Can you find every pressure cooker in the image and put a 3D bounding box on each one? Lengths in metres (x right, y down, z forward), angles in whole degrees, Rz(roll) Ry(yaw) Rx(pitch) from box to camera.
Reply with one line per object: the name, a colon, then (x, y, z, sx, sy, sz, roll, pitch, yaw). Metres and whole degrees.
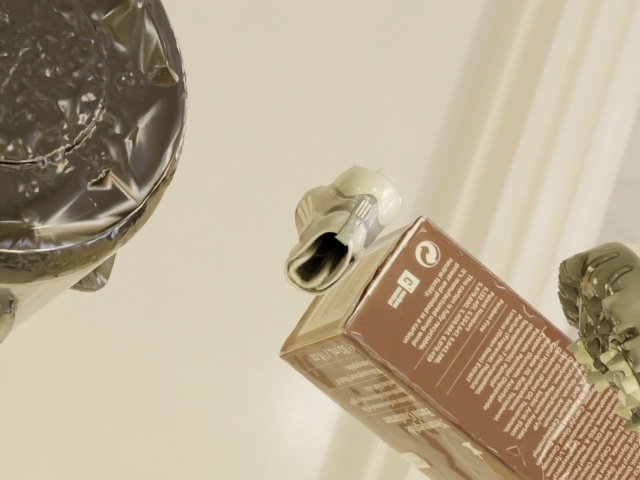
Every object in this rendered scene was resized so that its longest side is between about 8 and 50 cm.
pressure cooker: (-0.349, -0.081, 1.665, 0.370, 0.375, 0.420, 60, 145, 1)

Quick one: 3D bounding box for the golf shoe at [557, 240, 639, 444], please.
golf shoe: (0.190, 0.069, 0.746, 0.273, 0.120, 0.105, 45, -172, -38)

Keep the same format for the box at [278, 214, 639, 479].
box: (0.165, 0.160, 1.680, 0.381, 0.143, 0.191, 38, 160, -8)

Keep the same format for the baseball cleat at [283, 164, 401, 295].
baseball cleat: (0.000, 0.000, 1.508, 0.072, 0.109, 0.206, 39, 161, 1)
